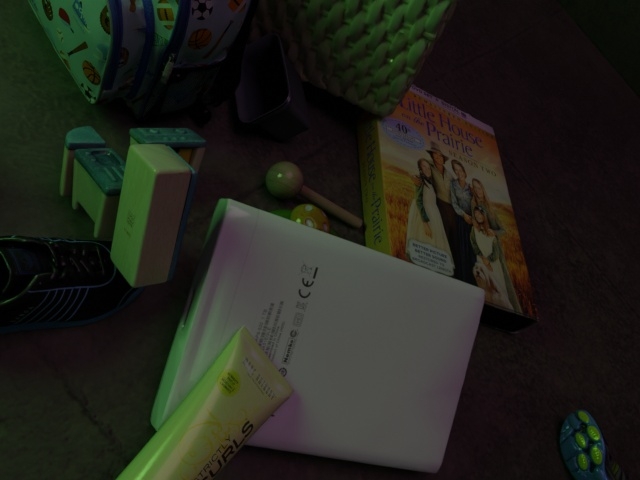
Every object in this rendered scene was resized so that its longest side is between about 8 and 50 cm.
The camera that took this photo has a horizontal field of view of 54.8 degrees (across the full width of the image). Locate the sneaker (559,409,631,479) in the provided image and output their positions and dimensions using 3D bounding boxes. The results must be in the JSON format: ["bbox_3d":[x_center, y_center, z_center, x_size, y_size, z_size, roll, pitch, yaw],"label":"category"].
[{"bbox_3d":[0.419,0.351,0.928,0.078,0.067,0.188,19,46,-56],"label":"sneaker"}]

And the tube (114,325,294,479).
[{"bbox_3d":[-0.120,0.190,0.554,0.062,0.070,0.240,29,54,21],"label":"tube"}]

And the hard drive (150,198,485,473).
[{"bbox_3d":[0.018,0.119,0.687,0.353,0.047,0.233,19,84,-28],"label":"hard drive"}]

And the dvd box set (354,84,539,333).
[{"bbox_3d":[0.203,-0.075,1.037,0.307,0.062,0.421,20,51,-27],"label":"dvd box set"}]

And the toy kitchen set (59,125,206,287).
[{"bbox_3d":[-0.156,-0.071,0.644,0.166,0.122,0.207,-9,40,-43],"label":"toy kitchen set"}]

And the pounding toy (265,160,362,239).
[{"bbox_3d":[0.000,0.000,0.788,0.182,0.110,0.237,28,48,-21],"label":"pounding toy"}]

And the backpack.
[{"bbox_3d":[-0.206,-0.301,0.719,0.213,0.263,0.277,-32,85,-46],"label":"backpack"}]

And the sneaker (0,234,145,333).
[{"bbox_3d":[-0.253,0.035,0.575,0.232,0.090,0.081,-15,72,-43],"label":"sneaker"}]

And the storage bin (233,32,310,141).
[{"bbox_3d":[-0.070,-0.211,0.901,0.091,0.098,0.135,37,36,-54],"label":"storage bin"}]

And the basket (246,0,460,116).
[{"bbox_3d":[0.043,-0.420,0.927,0.328,0.331,0.267,22,54,-7],"label":"basket"}]
